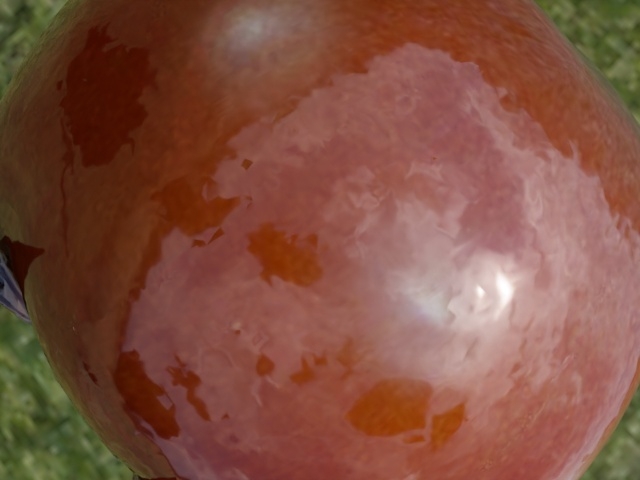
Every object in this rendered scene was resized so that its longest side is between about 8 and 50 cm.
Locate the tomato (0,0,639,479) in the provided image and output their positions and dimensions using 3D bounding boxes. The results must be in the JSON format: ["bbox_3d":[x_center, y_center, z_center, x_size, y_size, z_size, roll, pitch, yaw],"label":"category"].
[{"bbox_3d":[0.000,0.000,0.677,0.224,0.256,0.256,-42,144,6],"label":"tomato"}]
